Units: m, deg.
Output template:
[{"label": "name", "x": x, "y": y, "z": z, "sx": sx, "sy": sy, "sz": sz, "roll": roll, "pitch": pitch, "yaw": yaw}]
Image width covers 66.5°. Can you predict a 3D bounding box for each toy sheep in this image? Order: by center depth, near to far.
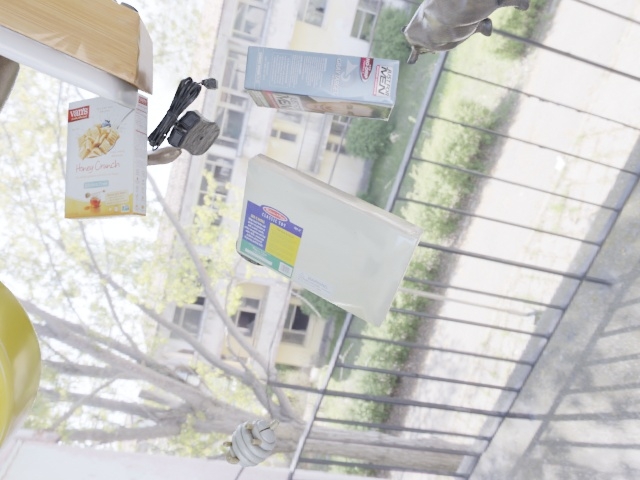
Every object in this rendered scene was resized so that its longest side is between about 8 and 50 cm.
[{"label": "toy sheep", "x": -0.132, "y": 0.393, "z": 0.953, "sx": 0.132, "sy": 0.091, "sz": 0.091, "roll": -37, "pitch": 25, "yaw": 11}]

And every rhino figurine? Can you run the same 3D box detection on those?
[{"label": "rhino figurine", "x": 0.161, "y": -0.277, "z": 0.609, "sx": 0.243, "sy": 0.106, "sz": 0.073, "roll": -153, "pitch": 47, "yaw": -83}]

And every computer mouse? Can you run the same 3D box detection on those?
[{"label": "computer mouse", "x": -0.276, "y": -0.275, "z": 1.058, "sx": 0.184, "sy": 0.060, "sz": 0.262, "roll": -52, "pitch": -5, "yaw": 12}]

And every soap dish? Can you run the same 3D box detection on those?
[{"label": "soap dish", "x": -0.364, "y": -0.284, "z": 0.639, "sx": 0.118, "sy": 0.291, "sz": 0.229, "roll": -67, "pitch": 17, "yaw": 6}]

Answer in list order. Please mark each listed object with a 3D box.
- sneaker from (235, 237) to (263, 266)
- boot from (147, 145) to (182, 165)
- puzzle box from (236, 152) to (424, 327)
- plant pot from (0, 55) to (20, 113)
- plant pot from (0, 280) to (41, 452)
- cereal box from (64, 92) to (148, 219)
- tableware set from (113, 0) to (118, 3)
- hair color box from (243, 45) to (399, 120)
[{"label": "sneaker", "x": -0.100, "y": 0.029, "z": 1.347, "sx": 0.106, "sy": 0.268, "sz": 0.101, "roll": 46, "pitch": -130, "yaw": -79}, {"label": "boot", "x": -0.391, "y": -0.192, "z": 1.124, "sx": 0.087, "sy": 0.119, "sz": 0.042, "roll": -34, "pitch": -72, "yaw": -73}, {"label": "puzzle box", "x": 0.000, "y": 0.000, "z": 1.106, "sx": 0.052, "sy": 0.409, "sz": 0.272, "roll": -46, "pitch": -21, "yaw": -48}, {"label": "plant pot", "x": -0.745, "y": -0.325, "z": 1.009, "sx": 0.215, "sy": 0.215, "sz": 0.230, "roll": 117, "pitch": 174, "yaw": -50}, {"label": "plant pot", "x": -0.385, "y": 0.139, "z": 0.363, "sx": 0.239, "sy": 0.254, "sz": 0.253, "roll": -137, "pitch": 59, "yaw": -75}, {"label": "cereal box", "x": -0.421, "y": -0.163, "z": 0.959, "sx": 0.047, "sy": 0.173, "sz": 0.240, "roll": 9, "pitch": -101, "yaw": -68}, {"label": "tableware set", "x": -0.519, "y": -0.556, "z": 1.213, "sx": 0.168, "sy": 0.141, "sz": 0.020, "roll": 47, "pitch": -124, "yaw": -51}, {"label": "hair color box", "x": 0.006, "y": -0.405, "z": 1.278, "sx": 0.185, "sy": 0.375, "sz": 0.113, "roll": -28, "pitch": -56, "yaw": -86}]
